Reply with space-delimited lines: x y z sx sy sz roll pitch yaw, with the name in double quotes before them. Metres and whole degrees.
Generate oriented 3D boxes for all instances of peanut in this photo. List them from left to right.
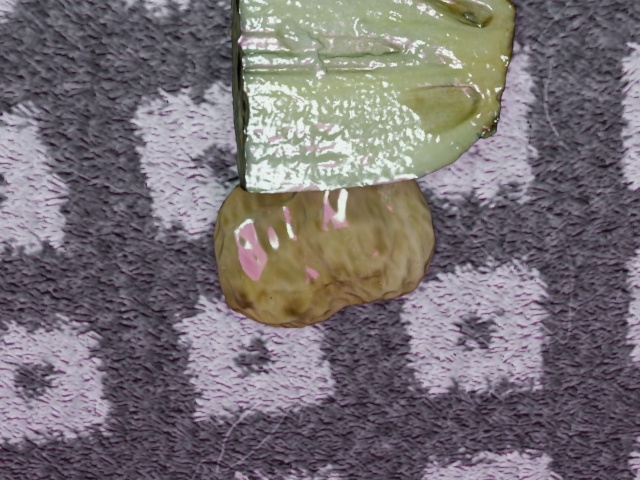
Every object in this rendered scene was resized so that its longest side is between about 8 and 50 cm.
"peanut" 0.000 0.000 1.487 0.233 0.110 0.196 -21 120 10

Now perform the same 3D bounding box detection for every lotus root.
"lotus root" 0.046 -0.183 1.367 0.260 0.149 0.267 -3 93 -8
